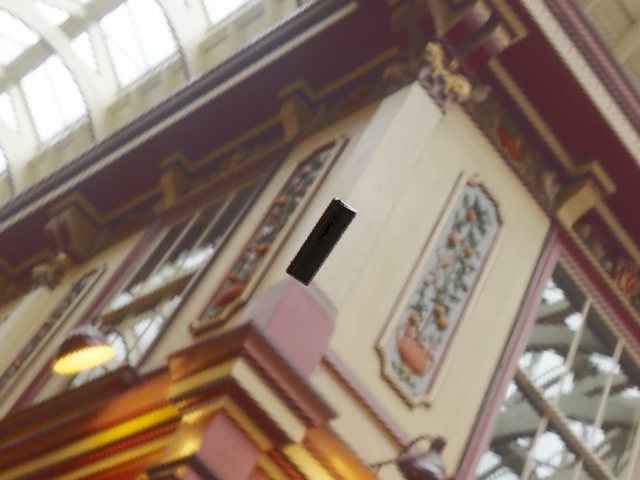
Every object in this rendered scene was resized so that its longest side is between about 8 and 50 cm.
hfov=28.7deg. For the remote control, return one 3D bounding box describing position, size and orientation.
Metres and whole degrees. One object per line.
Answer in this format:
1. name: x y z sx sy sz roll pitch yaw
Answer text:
1. remote control: 0.000 0.000 1.234 0.034 0.091 0.016 33 -2 9
